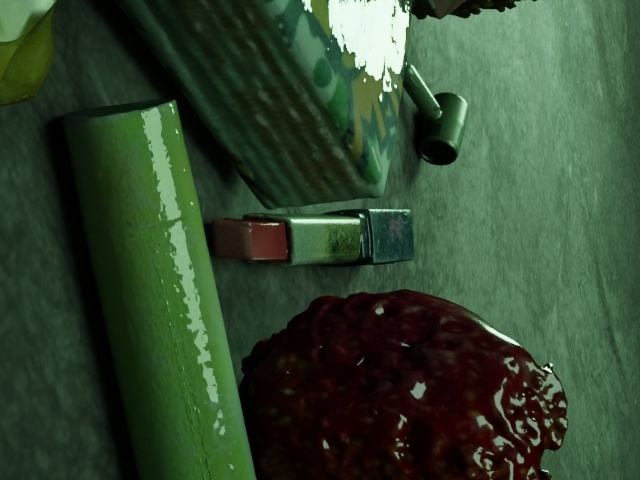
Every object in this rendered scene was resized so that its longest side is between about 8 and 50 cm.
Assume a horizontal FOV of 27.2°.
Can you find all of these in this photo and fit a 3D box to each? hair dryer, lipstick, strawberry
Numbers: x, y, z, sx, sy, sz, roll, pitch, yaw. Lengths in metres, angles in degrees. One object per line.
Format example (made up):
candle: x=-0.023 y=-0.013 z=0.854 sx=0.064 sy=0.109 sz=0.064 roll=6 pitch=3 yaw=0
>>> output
hair dryer: x=0.108 y=-0.151 z=1.383 sx=0.150 sy=0.047 sz=0.071 roll=53 pitch=39 yaw=-41
lipstick: x=0.000 y=0.000 z=1.083 sx=0.312 sy=0.051 sz=0.051 roll=-3 pitch=91 yaw=-66
strawberry: x=0.035 y=0.161 z=0.942 sx=0.220 sy=0.274 sz=0.274 roll=1 pitch=82 yaw=-26
lipstick: x=-0.093 y=0.066 z=0.821 sx=0.076 sy=0.076 sz=0.304 roll=-33 pitch=116 yaw=-64

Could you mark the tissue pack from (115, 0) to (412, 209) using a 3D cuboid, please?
tissue pack: x=-0.038 y=-0.198 z=0.938 sx=0.311 sy=0.128 sz=0.228 roll=54 pitch=37 yaw=-50

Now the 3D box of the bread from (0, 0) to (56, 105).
bread: x=-0.185 y=-0.177 z=0.647 sx=0.161 sy=0.088 sz=0.233 roll=-35 pitch=116 yaw=-61

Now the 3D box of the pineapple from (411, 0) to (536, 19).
pineapple: x=0.213 y=-0.319 z=1.280 sx=0.202 sy=0.362 sz=0.202 roll=-7 pitch=98 yaw=-58

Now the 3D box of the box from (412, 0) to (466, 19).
box: x=0.115 y=-0.322 z=1.084 sx=0.086 sy=0.215 sz=0.215 roll=51 pitch=-2 yaw=46
